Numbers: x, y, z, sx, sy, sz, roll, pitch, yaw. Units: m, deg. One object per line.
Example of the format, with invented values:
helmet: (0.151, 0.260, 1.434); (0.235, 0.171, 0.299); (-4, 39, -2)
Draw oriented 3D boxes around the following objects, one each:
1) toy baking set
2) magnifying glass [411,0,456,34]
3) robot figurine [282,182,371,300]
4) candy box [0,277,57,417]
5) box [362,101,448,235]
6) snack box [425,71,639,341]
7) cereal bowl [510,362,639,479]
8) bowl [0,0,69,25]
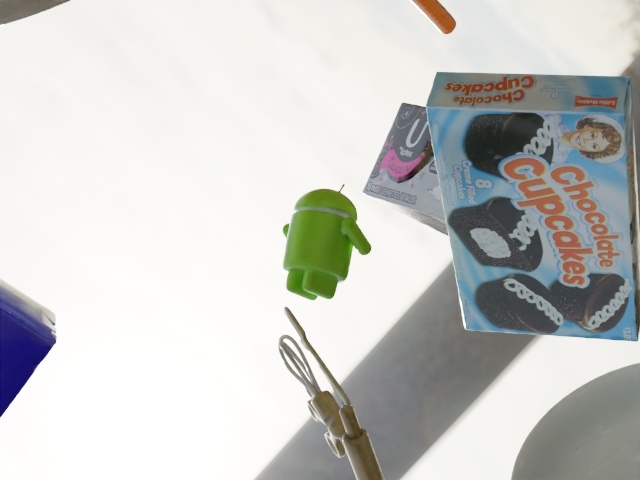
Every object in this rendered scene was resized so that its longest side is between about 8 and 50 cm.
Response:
toy baking set: (0.009, 0.207, 1.808); (0.197, 0.030, 0.256); (43, 157, 50)
magnifying glass: (0.084, -0.276, 1.610); (0.231, 0.026, 0.092); (31, -156, -54)
robot figurine: (0.000, 0.000, 1.525); (0.067, 0.115, 0.101); (22, 161, -38)
candy box: (-0.458, 0.138, 1.507); (0.268, 0.317, 0.122); (36, -173, -19)
box: (0.195, -0.078, 1.977); (0.163, 0.142, 0.247); (25, 177, -28)
snack box: (0.220, -0.028, 1.525); (0.322, 0.187, 0.060); (75, -155, -44)
cereal bowl: (0.410, 0.309, 1.856); (0.141, 0.339, 0.339); (61, -176, -33)
bowl: (-0.356, -0.256, 1.340); (0.298, 0.297, 0.134); (-78, -23, -71)
